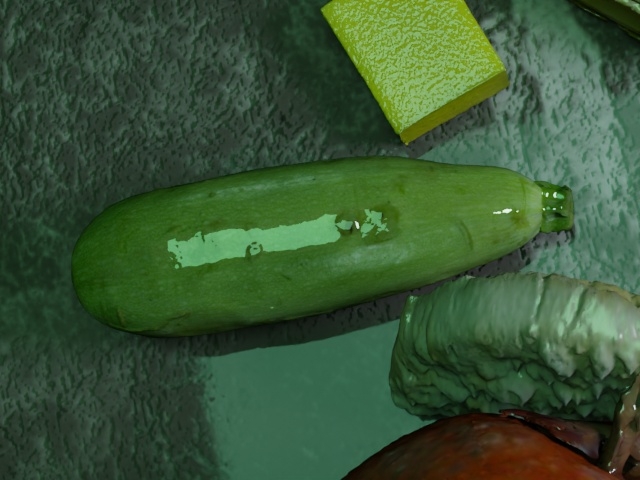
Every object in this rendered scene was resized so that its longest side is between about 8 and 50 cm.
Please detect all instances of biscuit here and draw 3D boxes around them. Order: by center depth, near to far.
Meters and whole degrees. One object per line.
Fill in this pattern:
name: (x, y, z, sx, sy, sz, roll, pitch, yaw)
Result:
biscuit: (0.188, 0.087, 0.966, 0.281, 0.179, 0.084, 17, 60, 7)

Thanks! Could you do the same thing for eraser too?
eraser: (0.072, -0.148, 1.093, 0.097, 0.045, 0.122, -32, 76, 4)

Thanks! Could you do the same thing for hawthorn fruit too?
hawthorn fruit: (0.124, 0.212, 0.887, 0.276, 0.276, 0.307, 40, 99, 16)

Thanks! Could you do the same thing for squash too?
squash: (-0.002, -0.002, 1.043, 0.371, 0.118, 0.118, -9, 77, 7)

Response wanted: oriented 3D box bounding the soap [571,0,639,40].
soap: (0.234, -0.232, 1.061, 0.233, 0.076, 0.135, 33, 87, 17)
